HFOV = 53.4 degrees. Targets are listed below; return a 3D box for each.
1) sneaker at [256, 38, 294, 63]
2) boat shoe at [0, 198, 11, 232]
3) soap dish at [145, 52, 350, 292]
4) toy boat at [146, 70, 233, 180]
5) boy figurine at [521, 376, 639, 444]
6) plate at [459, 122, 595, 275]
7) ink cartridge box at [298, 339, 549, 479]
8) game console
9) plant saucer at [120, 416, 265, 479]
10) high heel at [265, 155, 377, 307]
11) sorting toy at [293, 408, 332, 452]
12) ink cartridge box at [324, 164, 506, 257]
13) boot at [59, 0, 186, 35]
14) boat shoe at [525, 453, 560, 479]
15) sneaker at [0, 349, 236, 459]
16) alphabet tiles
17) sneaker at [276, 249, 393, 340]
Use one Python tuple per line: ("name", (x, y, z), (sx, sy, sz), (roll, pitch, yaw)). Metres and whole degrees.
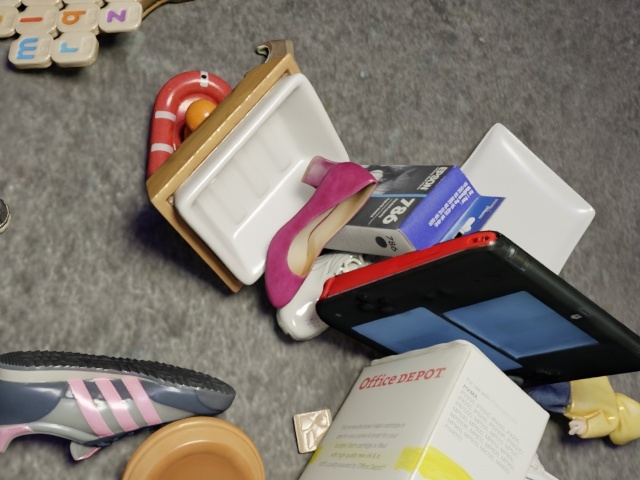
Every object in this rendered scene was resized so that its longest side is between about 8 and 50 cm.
("sneaker", (-0.079, -0.286, 1.170), (0.071, 0.066, 0.189), (-4, 64, -4))
("boat shoe", (-0.544, -0.070, 0.895), (0.205, 0.065, 0.075), (20, 63, -12))
("soap dish", (-0.104, -0.100, 0.955), (0.118, 0.229, 0.291), (27, 70, 40))
("toy boat", (-0.193, -0.174, 1.020), (0.150, 0.151, 0.231), (6, 67, -19))
("boy figurine", (0.451, 0.273, 1.115), (0.285, 0.092, 0.177), (23, 36, -14))
("plate", (0.377, -0.056, 1.248), (0.277, 0.045, 0.278), (43, 61, -1))
("ink cartridge box", (0.094, 0.345, 0.836), (0.160, 0.279, 0.385), (41, 60, -11))
("game console", (0.220, 0.126, 0.902), (0.386, 0.341, 0.060), (31, 59, -30))
("plant saucer", (-0.166, 0.338, 0.846), (0.199, 0.037, 0.200), (-1, 92, -23))
("high heel", (0.000, 0.000, 0.933), (0.082, 0.117, 0.244), (21, 94, -49))
("sorting toy", (-0.007, 0.305, 0.974), (0.061, 0.012, 0.083), (-4, 71, -20))
("ink cartridge box", (0.102, -0.050, 0.995), (0.165, 0.332, 0.065), (-46, 124, -30))
("boot", (-0.318, -0.458, 1.111), (0.305, 0.115, 0.112), (-34, 88, -24))
("boat shoe", (0.315, 0.362, 1.026), (0.258, 0.095, 0.084), (25, 67, -11))
("sneaker", (-0.279, 0.231, 0.867), (0.318, 0.112, 0.131), (11, 89, -19))
("alphabet tiles", (-0.421, -0.407, 1.050), (0.277, 0.021, 0.284), (-1, 69, 4))
("sneaker", (0.047, 0.047, 1.032), (0.297, 0.129, 0.111), (-42, 96, -27))
